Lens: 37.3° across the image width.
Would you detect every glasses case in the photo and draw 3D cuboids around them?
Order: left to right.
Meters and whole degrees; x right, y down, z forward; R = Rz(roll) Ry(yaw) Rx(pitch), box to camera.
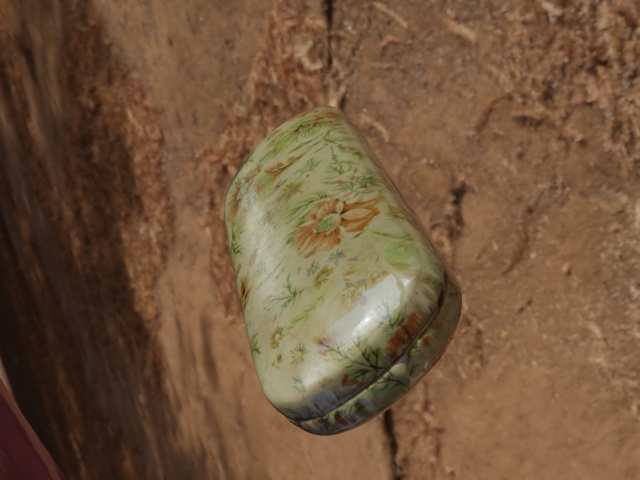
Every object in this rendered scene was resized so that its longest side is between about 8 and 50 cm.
[{"bbox_3d":[0.000,0.000,0.787,0.098,0.156,0.425,45,-170,-25],"label":"glasses case"}]

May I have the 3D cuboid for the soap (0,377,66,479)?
[{"bbox_3d":[-0.280,0.124,0.495,0.360,0.233,0.128,63,175,-13],"label":"soap"}]
